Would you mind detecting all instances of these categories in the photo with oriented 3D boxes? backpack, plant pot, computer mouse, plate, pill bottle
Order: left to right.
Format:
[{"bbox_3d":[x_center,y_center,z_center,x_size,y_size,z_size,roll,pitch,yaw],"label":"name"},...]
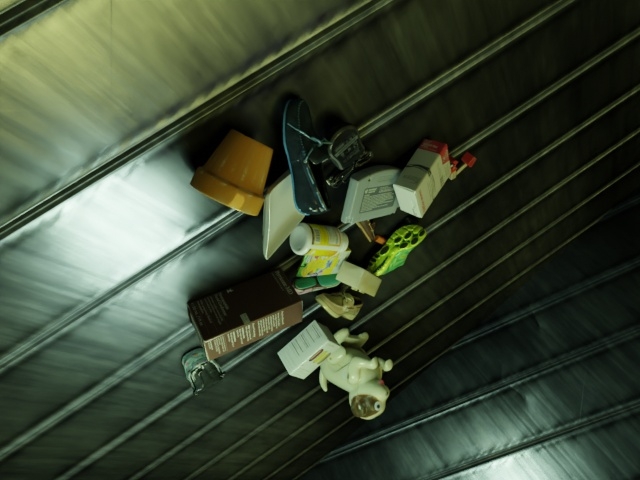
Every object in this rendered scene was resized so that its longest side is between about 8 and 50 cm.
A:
[{"bbox_3d":[-0.485,0.524,1.907,0.152,0.115,0.181,-36,143,-22],"label":"backpack"},{"bbox_3d":[-0.228,-0.197,1.312,0.205,0.205,0.187,20,99,-48],"label":"plant pot"},{"bbox_3d":[-0.113,-0.118,1.507,0.277,0.045,0.277,-53,160,-45],"label":"plate"},{"bbox_3d":[0.000,0.000,1.748,0.215,0.117,0.117,6,125,-42],"label":"pill bottle"},{"bbox_3d":[0.070,-0.299,1.541,0.189,0.072,0.272,-39,155,-2],"label":"computer mouse"}]

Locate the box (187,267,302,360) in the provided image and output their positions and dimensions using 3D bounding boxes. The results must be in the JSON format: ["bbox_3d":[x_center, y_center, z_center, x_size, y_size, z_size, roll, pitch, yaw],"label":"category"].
[{"bbox_3d":[-0.274,0.268,1.746,0.382,0.191,0.143,-20,139,-23],"label":"box"}]

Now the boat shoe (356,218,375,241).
[{"bbox_3d":[0.182,-0.066,1.863,0.073,0.073,0.207,-37,143,2],"label":"boat shoe"}]

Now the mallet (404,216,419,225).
[{"bbox_3d":[0.386,-0.024,2.085,0.063,0.039,0.189,-13,130,-27],"label":"mallet"}]

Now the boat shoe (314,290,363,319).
[{"bbox_3d":[0.088,0.273,2.115,0.110,0.121,0.341,-49,152,7],"label":"boat shoe"}]

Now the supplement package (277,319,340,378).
[{"bbox_3d":[-0.054,0.517,2.231,0.244,0.133,0.139,-43,143,6],"label":"supplement package"}]

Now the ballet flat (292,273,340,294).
[{"bbox_3d":[-0.020,0.180,1.968,0.222,0.076,0.079,-11,154,-24],"label":"ballet flat"}]

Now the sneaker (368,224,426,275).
[{"bbox_3d":[0.335,0.040,2.050,0.295,0.109,0.124,-42,154,16],"label":"sneaker"}]

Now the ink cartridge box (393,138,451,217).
[{"bbox_3d":[0.384,-0.232,1.767,0.237,0.100,0.172,-54,146,-17],"label":"ink cartridge box"}]

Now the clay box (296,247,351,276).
[{"bbox_3d":[0.004,0.079,1.886,0.222,0.053,0.127,-2,130,-38],"label":"clay box"}]

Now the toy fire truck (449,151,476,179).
[{"bbox_3d":[0.539,-0.289,1.941,0.135,0.047,0.192,14,120,-48],"label":"toy fire truck"}]

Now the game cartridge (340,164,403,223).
[{"bbox_3d":[0.203,-0.176,1.727,0.298,0.062,0.197,-14,123,-43],"label":"game cartridge"}]

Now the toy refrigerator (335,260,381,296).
[{"bbox_3d":[0.166,0.170,2.006,0.094,0.102,0.269,-65,155,-4],"label":"toy refrigerator"}]

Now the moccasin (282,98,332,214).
[{"bbox_3d":[-0.021,-0.245,1.386,0.138,0.117,0.341,-42,129,-51],"label":"moccasin"}]

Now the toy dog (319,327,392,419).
[{"bbox_3d":[0.178,0.702,2.385,0.395,0.407,0.285,-44,142,7],"label":"toy dog"}]

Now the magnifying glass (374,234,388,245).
[{"bbox_3d":[0.308,0.018,2.093,0.092,0.026,0.231,-50,141,15],"label":"magnifying glass"}]
